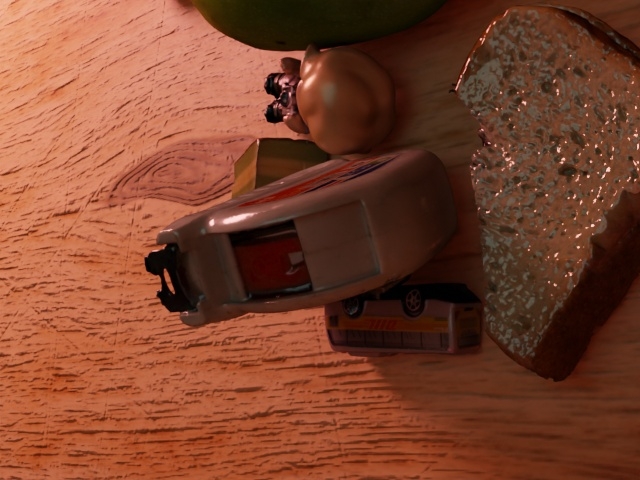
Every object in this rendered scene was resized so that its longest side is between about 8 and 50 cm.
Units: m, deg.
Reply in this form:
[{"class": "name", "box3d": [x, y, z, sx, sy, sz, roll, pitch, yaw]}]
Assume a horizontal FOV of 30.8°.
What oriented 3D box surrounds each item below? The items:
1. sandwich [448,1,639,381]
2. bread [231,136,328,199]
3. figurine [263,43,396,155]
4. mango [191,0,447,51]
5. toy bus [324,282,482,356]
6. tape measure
[{"class": "sandwich", "box3d": [0.204, -0.056, 1.054, 0.254, 0.100, 0.288, 41, 108, 34]}, {"class": "bread", "box3d": [-0.052, -0.068, 1.356, 0.139, 0.084, 0.074, 148, 126, -70]}, {"class": "figurine", "box3d": [-0.002, -0.156, 1.270, 0.196, 0.108, 0.114, 17, 104, 51]}, {"class": "mango", "box3d": [0.002, -0.316, 1.227, 0.382, 0.201, 0.225, 1, 108, 43]}, {"class": "toy bus", "box3d": [0.080, 0.081, 1.168, 0.172, 0.057, 0.072, -5, 85, 42]}, {"class": "tape measure", "box3d": [-0.001, 0.000, 1.135, 0.246, 0.243, 0.125, -6, 105, 38]}]
